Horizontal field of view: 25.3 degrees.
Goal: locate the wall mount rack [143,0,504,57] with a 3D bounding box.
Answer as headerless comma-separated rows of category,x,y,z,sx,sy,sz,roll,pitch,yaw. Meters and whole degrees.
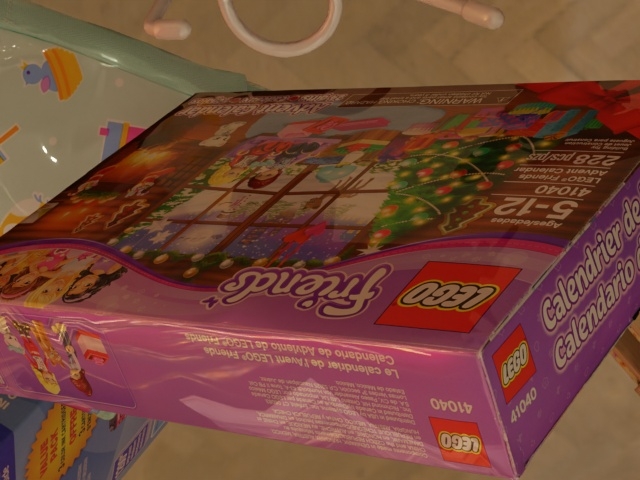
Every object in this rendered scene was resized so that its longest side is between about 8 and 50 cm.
wall mount rack,-0.012,-0.281,1.134,0.304,0.130,0.350,-3,125,12

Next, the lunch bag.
lunch bag,-0.172,-0.036,0.890,0.223,0.160,0.262,19,130,-25

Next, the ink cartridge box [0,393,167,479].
ink cartridge box,-0.261,0.149,1.175,0.151,0.395,0.270,27,136,15

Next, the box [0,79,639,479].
box,0.000,0.000,0.610,0.293,0.201,0.057,3,123,39

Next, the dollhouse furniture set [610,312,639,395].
dollhouse furniture set,0.283,0.009,1.229,0.161,0.182,0.101,-37,170,-18
